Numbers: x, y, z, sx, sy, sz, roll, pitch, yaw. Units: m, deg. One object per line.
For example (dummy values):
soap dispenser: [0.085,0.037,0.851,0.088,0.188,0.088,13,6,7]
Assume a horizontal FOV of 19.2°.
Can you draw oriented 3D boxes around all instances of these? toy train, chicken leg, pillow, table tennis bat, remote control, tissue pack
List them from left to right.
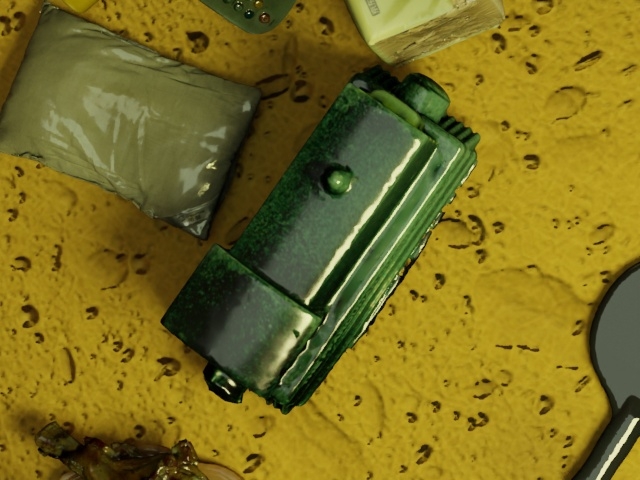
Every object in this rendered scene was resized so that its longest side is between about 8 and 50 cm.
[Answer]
pillow: [-0.177,-0.108,1.695,0.229,0.050,0.148,24,85,9]
chicken leg: [-0.168,0.201,1.651,0.178,0.070,0.093,22,84,22]
remote control: [-0.114,-0.260,1.640,0.222,0.042,0.072,34,102,-25]
toy train: [0.000,0.000,1.595,0.138,0.178,0.330,35,95,9]
tissue pack: [0.056,-0.278,1.603,0.125,0.159,0.234,-23,85,8]
table tennis bat: [0.286,0.121,1.620,0.150,0.027,0.236,32,92,9]

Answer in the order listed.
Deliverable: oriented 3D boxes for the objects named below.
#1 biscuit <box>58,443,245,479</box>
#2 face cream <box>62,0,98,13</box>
biscuit: [-0.134,0.258,1.684,0.220,0.029,0.142,20,92,9]
face cream: [-0.136,-0.316,1.678,0.273,0.078,0.078,-39,82,6]
